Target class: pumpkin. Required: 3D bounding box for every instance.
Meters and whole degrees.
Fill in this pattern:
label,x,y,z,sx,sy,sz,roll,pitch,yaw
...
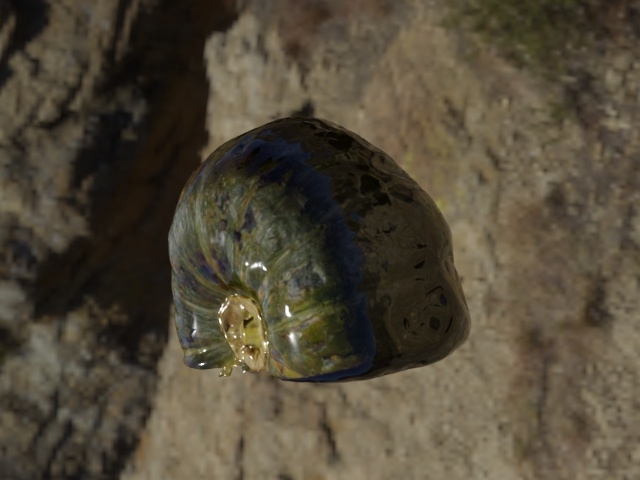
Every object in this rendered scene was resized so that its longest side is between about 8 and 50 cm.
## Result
label,x,y,z,sx,sy,sz,roll,pitch,yaw
pumpkin,0.000,0.000,1.445,0.325,0.242,0.232,2,100,49
